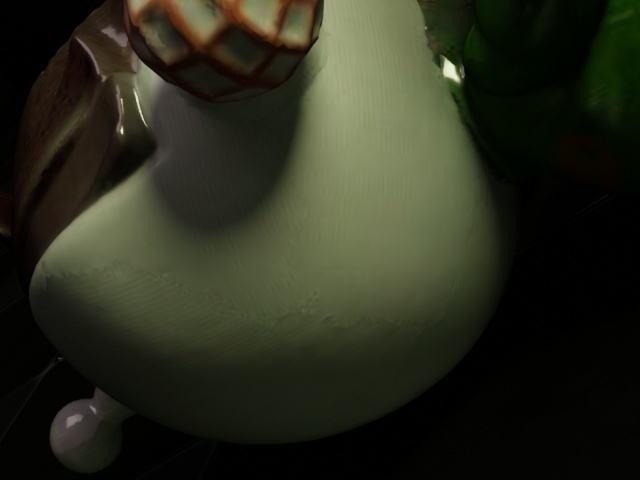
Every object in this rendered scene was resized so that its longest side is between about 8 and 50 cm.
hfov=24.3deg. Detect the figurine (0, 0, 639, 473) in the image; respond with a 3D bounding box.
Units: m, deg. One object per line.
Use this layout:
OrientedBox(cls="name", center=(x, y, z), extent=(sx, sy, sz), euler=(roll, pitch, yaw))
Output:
OrientedBox(cls="figurine", center=(0.045, -0.041, 0.496), extent=(0.370, 0.167, 0.281), euler=(-24, -15, 19))
